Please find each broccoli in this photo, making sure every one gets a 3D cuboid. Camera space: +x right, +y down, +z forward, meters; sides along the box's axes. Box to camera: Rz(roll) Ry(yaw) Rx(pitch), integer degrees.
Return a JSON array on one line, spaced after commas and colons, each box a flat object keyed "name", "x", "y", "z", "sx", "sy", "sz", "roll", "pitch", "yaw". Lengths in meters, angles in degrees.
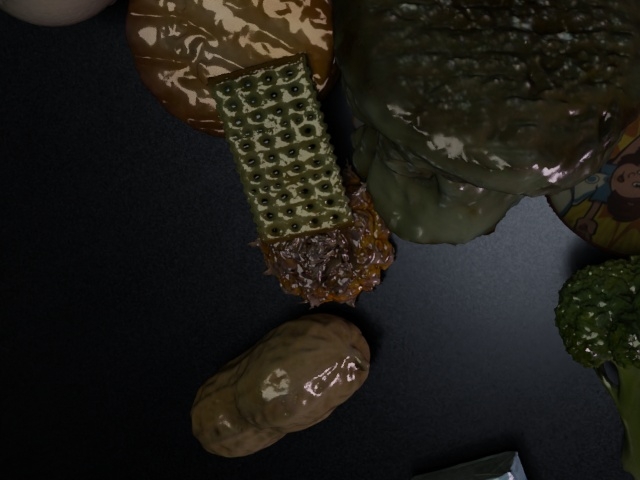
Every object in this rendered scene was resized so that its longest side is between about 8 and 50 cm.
[{"name": "broccoli", "x": 0.442, "y": 0.138, "z": 1.067, "sx": 0.254, "sy": 0.186, "sz": 0.302, "roll": -11, "pitch": 133, "yaw": 38}]

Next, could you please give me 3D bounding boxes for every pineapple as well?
[{"name": "pineapple", "x": 0.000, "y": 0.000, "z": 1.209, "sx": 0.224, "sy": 0.076, "sz": 0.225, "roll": 4, "pitch": 105, "yaw": 16}]

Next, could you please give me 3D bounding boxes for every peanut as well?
[{"name": "peanut", "x": -0.069, "y": 0.208, "z": 1.249, "sx": 0.291, "sy": 0.159, "sz": 0.143, "roll": -33, "pitch": 68, "yaw": 24}]

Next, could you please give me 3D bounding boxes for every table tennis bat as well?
[{"name": "table tennis bat", "x": 0.464, "y": -0.081, "z": 1.015, "sx": 0.414, "sy": 0.051, "sz": 0.268, "roll": 3, "pitch": 127, "yaw": 12}]

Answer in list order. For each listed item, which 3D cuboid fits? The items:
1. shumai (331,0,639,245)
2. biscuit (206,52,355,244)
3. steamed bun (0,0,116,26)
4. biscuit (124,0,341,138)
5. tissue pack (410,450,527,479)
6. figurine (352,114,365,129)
[{"name": "shumai", "x": 0.152, "y": -0.166, "z": 0.959, "sx": 0.324, "sy": 0.397, "sz": 0.323, "roll": 8, "pitch": 149, "yaw": -6}, {"name": "biscuit", "x": -0.050, "y": -0.110, "z": 1.130, "sx": 0.139, "sy": 0.016, "sz": 0.231, "roll": -12, "pitch": 108, "yaw": 15}, {"name": "steamed bun", "x": -0.313, "y": -0.406, "z": 1.120, "sx": 0.283, "sy": 0.177, "sz": 0.283, "roll": -11, "pitch": 76, "yaw": 49}, {"name": "biscuit", "x": -0.102, "y": -0.278, "z": 1.146, "sx": 0.296, "sy": 0.102, "sz": 0.296, "roll": 4, "pitch": 106, "yaw": 14}, {"name": "tissue pack", "x": 0.240, "y": 0.441, "z": 1.252, "sx": 0.177, "sy": 0.089, "sz": 0.263, "roll": -21, "pitch": 100, "yaw": 24}, {"name": "figurine", "x": 0.103, "y": -0.136, "z": 1.142, "sx": 0.101, "sy": 0.068, "sz": 0.143, "roll": -27, "pitch": 108, "yaw": 18}]
